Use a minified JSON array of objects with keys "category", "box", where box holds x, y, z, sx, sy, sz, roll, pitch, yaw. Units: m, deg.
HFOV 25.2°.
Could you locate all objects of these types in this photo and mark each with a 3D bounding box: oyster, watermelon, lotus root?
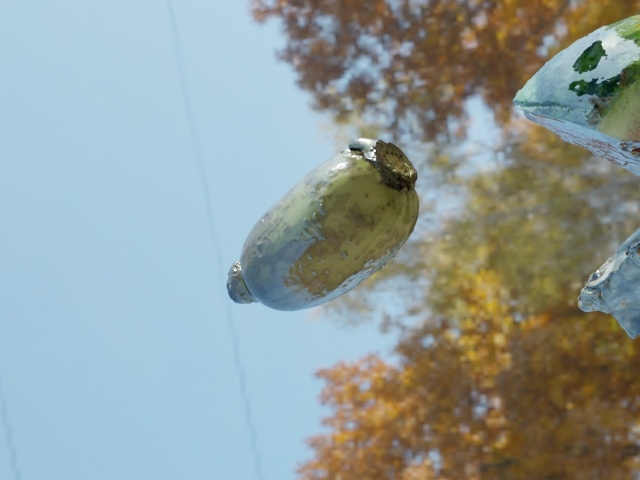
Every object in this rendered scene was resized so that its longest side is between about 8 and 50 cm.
[{"category":"oyster","box":[0.442,0.036,1.860,0.110,0.341,0.166,45,-132,7]},{"category":"watermelon","box":[0.437,-0.187,1.951,0.193,0.310,0.231,-145,38,-81]},{"category":"lotus root","box":[0.000,0.000,1.895,0.173,0.309,0.173,38,-154,-23]}]
